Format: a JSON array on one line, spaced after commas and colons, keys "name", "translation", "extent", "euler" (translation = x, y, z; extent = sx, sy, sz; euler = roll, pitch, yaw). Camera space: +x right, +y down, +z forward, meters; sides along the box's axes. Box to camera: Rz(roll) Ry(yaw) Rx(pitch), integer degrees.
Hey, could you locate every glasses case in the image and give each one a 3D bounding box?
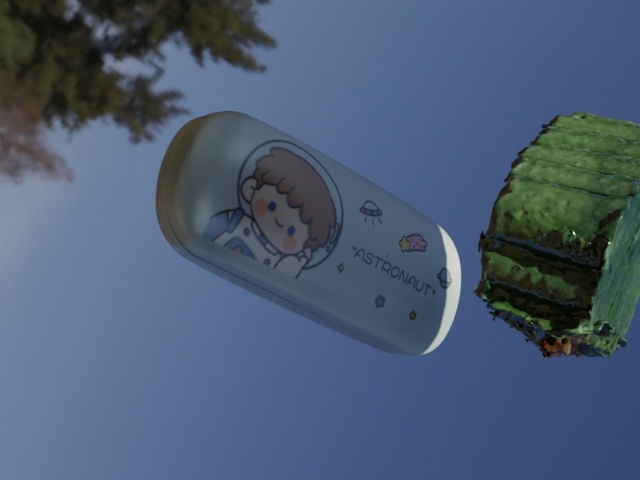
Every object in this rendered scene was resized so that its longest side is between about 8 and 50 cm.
[{"name": "glasses case", "translation": [0.000, 0.000, 0.599], "extent": [0.045, 0.178, 0.067], "euler": [-5, -116, 49]}]

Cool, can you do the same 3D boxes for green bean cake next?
[{"name": "green bean cake", "translation": [0.176, 0.021, 0.927], "extent": [0.208, 0.107, 0.193], "euler": [-44, 148, -57]}]
